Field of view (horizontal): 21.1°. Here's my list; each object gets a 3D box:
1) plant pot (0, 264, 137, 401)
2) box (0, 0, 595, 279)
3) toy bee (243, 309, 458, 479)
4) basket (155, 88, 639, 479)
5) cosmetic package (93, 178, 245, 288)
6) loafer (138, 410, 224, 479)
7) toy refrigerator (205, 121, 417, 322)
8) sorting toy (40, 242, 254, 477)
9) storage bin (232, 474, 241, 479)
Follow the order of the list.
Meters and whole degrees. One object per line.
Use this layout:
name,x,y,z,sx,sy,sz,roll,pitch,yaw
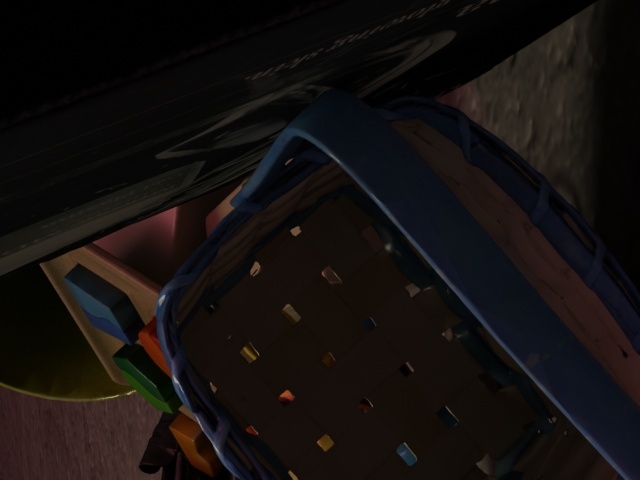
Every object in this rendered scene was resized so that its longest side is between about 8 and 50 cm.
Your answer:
plant pot,-0.230,-0.044,1.669,0.293,0.275,0.275,-80,5,-47
box,-0.093,-0.174,0.750,0.297,0.480,0.472,66,160,0
toy bee,0.008,0.096,1.011,0.195,0.162,0.298,43,142,38
basket,0.050,0.053,0.766,0.255,0.201,0.289,50,169,-6
cosmetic package,-0.113,-0.112,1.380,0.160,0.113,0.309,16,103,44
loafer,-0.133,0.202,1.623,0.076,0.078,0.223,134,133,-64
toy refrigerator,0.000,0.000,1.193,0.269,0.094,0.102,143,119,-70
sorting toy,-0.104,0.125,1.360,0.229,0.041,0.307,24,152,37
storage bin,-0.004,0.179,1.229,0.091,0.098,0.135,63,-165,-63
